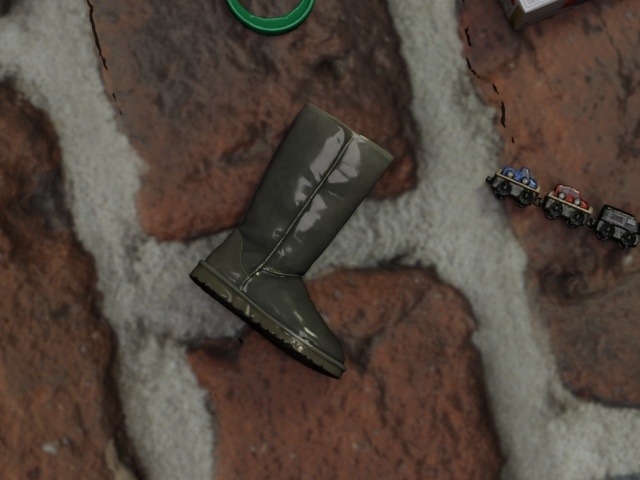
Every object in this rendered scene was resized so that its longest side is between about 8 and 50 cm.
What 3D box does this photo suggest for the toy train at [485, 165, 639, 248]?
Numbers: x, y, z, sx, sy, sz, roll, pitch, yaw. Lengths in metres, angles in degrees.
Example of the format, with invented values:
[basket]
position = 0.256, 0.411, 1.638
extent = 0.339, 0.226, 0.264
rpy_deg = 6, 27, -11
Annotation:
[toy train]
position = 0.235, -0.036, 1.417
extent = 0.158, 0.027, 0.036
rpy_deg = 22, 81, 2

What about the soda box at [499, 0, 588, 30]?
[soda box]
position = 0.274, -0.278, 1.420
extent = 0.216, 0.074, 0.069
rpy_deg = -22, 84, -3

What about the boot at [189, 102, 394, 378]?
[boot]
position = 0.001, 0.000, 1.398
extent = 0.190, 0.076, 0.208
rpy_deg = 39, 78, 2

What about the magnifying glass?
[magnifying glass]
position = -0.072, -0.311, 1.450
extent = 0.092, 0.026, 0.230
rpy_deg = -20, 86, -2
